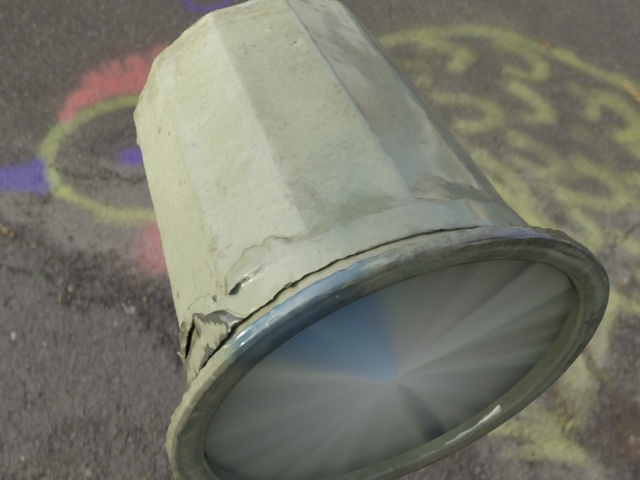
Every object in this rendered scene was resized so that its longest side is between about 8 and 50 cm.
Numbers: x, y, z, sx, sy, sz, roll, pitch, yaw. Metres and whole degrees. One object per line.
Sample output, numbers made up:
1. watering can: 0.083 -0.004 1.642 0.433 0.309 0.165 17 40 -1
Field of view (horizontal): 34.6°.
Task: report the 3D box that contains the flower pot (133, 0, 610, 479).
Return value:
1. flower pot: 0.000 0.000 0.515 0.212 0.212 0.203 -11 51 -20
